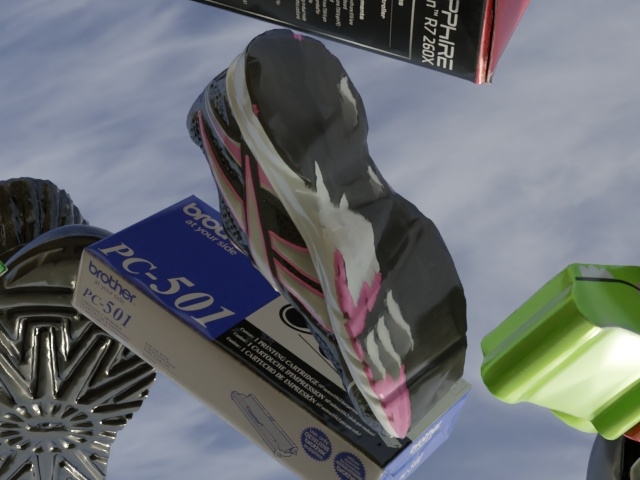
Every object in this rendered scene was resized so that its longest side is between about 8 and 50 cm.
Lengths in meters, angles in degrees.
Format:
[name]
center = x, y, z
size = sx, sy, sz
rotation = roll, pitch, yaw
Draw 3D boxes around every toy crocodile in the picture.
[toy crocodile]
center = 0.204, 0.061, 0.650
size = 0.115, 0.341, 0.105
rotation = -43, -121, 28

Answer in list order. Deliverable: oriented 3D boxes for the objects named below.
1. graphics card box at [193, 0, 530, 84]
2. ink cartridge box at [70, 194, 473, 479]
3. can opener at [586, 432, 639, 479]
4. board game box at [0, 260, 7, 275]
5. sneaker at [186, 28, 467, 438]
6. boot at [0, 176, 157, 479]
[graphics card box]
center = -0.029, -0.245, 0.785
size = 0.371, 0.232, 0.094
rotation = 18, -38, 16
[ink cartridge box]
center = -0.029, 0.058, 0.695
size = 0.207, 0.097, 0.046
rotation = 33, -54, 19
[can opener]
center = 0.245, 0.256, 0.873
size = 0.076, 0.095, 0.283
rotation = -17, -73, -24
[board game box]
center = -0.224, -0.046, 0.375
size = 0.030, 0.136, 0.259
rotation = 16, -37, 55
[sneaker]
center = 0.000, 0.000, 0.546
size = 0.077, 0.072, 0.178
rotation = -19, -86, 51
[boot]
center = -0.214, 0.036, 0.987
size = 0.131, 0.260, 0.348
rotation = 7, -40, -19
